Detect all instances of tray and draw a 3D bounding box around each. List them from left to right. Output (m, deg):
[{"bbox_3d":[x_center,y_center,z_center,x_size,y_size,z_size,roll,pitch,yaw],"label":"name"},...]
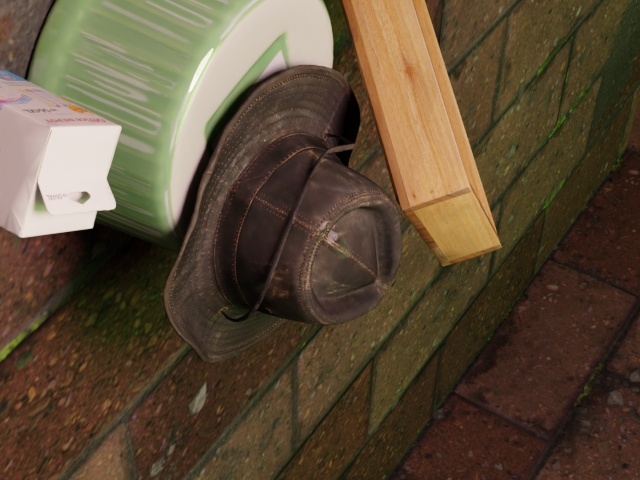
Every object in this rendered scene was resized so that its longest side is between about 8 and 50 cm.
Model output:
[{"bbox_3d":[0.082,-0.195,1.290,0.203,0.076,0.411,44,29,-67],"label":"tray"}]

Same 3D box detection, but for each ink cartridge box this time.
[{"bbox_3d":[-0.230,-0.066,0.963,0.092,0.143,0.090,-14,126,-63],"label":"ink cartridge box"}]

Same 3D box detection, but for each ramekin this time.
[{"bbox_3d":[-0.116,-0.133,1.145,0.303,0.148,0.303,-49,153,-35],"label":"ramekin"}]

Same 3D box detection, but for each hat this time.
[{"bbox_3d":[0.000,0.000,1.170,0.331,0.134,0.331,-49,152,-36],"label":"hat"}]
